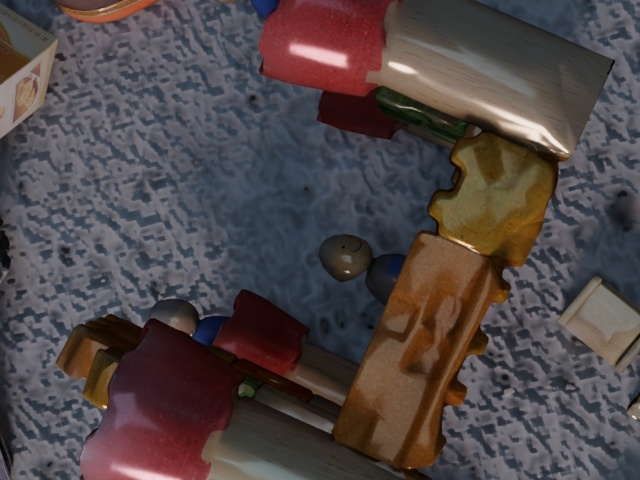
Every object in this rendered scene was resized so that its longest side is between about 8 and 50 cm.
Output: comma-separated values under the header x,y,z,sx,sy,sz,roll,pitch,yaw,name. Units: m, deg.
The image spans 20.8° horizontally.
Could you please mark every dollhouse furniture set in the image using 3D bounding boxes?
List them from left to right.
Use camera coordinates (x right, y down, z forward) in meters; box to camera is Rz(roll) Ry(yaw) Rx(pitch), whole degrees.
x,y,z,sx,sy,sz,roll,pitch,yaw,name
0.198,0.139,1.126,0.182,0.101,0.161,39,94,10,dollhouse furniture set

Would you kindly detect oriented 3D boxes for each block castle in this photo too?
x,y,z,sx,sy,sz,roll,pitch,yaw,name
0.000,0.000,0.999,0.212,0.453,0.303,23,92,4,block castle

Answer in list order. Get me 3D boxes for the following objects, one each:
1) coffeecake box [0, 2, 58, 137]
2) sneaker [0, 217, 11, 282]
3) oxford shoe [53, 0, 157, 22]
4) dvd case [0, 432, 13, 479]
x,y,z,sx,sy,sz,roll,pitch,yaw,name
-0.294,-0.107,1.190,0.142,0.185,0.068,32,136,10,coffeecake box
-0.338,-0.032,1.250,0.275,0.107,0.110,33,111,15,sneaker
-0.078,-0.235,1.198,0.271,0.098,0.097,-31,82,7,oxford shoe
-0.316,0.086,1.195,0.164,0.018,0.221,-3,127,10,dvd case
